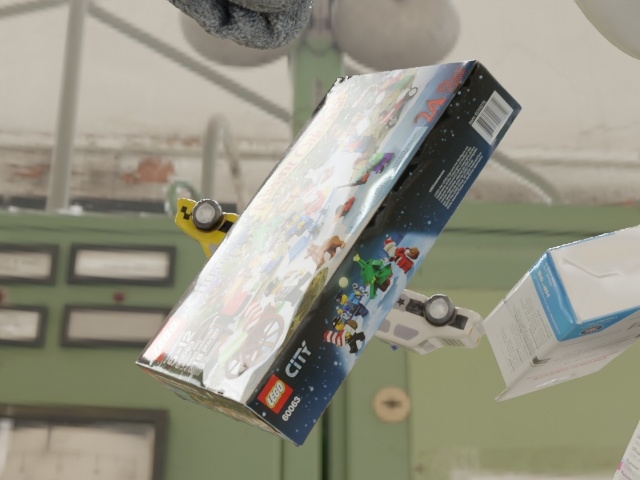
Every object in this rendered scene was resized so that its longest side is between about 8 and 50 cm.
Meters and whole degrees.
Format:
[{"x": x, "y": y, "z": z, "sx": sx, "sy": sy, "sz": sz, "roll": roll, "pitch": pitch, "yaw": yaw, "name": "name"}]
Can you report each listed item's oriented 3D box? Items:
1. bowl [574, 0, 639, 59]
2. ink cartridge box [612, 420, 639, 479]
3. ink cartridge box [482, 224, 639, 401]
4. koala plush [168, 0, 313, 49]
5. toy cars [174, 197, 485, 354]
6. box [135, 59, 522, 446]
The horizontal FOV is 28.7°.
[{"x": 0.184, "y": -0.204, "z": 0.420, "sx": 0.134, "sy": 0.298, "sz": 0.298, "roll": 9, "pitch": -17, "yaw": 37, "name": "bowl"}, {"x": 0.344, "y": 0.232, "z": 1.140, "sx": 0.134, "sy": 0.231, "sz": 0.078, "roll": 19, "pitch": 9, "yaw": -23, "name": "ink cartridge box"}, {"x": 0.192, "y": 0.057, "z": 0.944, "sx": 0.104, "sy": 0.060, "sz": 0.180, "roll": -14, "pitch": -21, "yaw": -19, "name": "ink cartridge box"}, {"x": -0.031, "y": -0.320, "z": 1.332, "sx": 0.221, "sy": 0.196, "sz": 0.203, "roll": -22, "pitch": -49, "yaw": 37, "name": "koala plush"}, {"x": 0.008, "y": 0.060, "z": 1.444, "sx": 0.393, "sy": 0.087, "sz": 0.176, "roll": 24, "pitch": -9, "yaw": -20, "name": "toy cars"}, {"x": 0.000, "y": 0.000, "z": 0.739, "sx": 0.044, "sy": 0.233, "sz": 0.159, "roll": 42, "pitch": -17, "yaw": -25, "name": "box"}]
